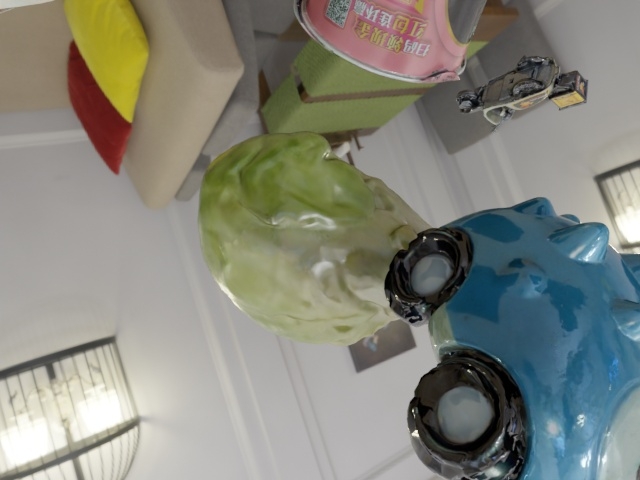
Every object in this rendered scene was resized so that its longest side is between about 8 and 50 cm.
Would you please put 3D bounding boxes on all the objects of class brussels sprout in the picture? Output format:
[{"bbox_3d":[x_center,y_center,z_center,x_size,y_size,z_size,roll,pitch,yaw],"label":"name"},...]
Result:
[{"bbox_3d":[-0.009,0.003,0.603,0.242,0.317,0.273,-66,-171,-30],"label":"brussels sprout"}]

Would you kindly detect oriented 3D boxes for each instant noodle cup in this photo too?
[{"bbox_3d":[0.112,-0.345,0.513,0.244,0.243,0.255,-15,151,-27],"label":"instant noodle cup"}]

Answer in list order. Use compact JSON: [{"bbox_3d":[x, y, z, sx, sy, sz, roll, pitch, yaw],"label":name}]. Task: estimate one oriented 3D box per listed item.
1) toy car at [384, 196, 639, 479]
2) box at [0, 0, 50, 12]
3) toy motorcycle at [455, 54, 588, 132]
[{"bbox_3d":[0.177,0.081,0.360,0.190,0.255,0.189,-30,132,31],"label":"toy car"},{"bbox_3d":[-0.157,-0.299,0.313,0.221,0.091,0.274,-40,-173,-34],"label":"box"},{"bbox_3d":[0.445,-0.331,1.071,0.157,0.090,0.263,21,165,-32],"label":"toy motorcycle"}]
